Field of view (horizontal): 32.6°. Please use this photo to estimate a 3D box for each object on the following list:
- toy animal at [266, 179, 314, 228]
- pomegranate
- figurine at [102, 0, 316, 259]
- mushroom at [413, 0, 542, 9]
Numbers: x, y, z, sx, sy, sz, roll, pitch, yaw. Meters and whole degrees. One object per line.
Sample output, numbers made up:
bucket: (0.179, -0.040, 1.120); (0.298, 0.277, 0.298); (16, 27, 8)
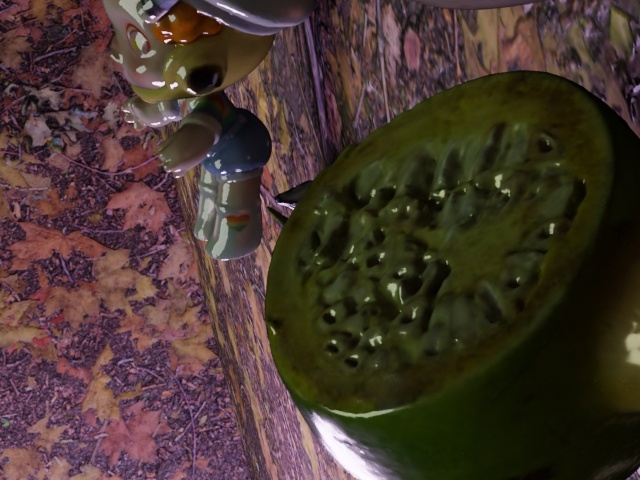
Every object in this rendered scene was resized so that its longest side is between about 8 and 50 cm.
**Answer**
toy animal: (-0.004, -0.009, 1.131); (0.105, 0.070, 0.202); (57, 164, -1)
pomegranate: (0.106, 0.029, 0.485); (0.159, 0.241, 0.189); (44, -146, -34)
figurine: (-0.106, -0.176, 1.060); (0.381, 0.205, 0.224); (89, 159, -44)
mushroom: (0.065, -0.177, 0.533); (0.141, 0.117, 0.188); (68, 167, -21)
